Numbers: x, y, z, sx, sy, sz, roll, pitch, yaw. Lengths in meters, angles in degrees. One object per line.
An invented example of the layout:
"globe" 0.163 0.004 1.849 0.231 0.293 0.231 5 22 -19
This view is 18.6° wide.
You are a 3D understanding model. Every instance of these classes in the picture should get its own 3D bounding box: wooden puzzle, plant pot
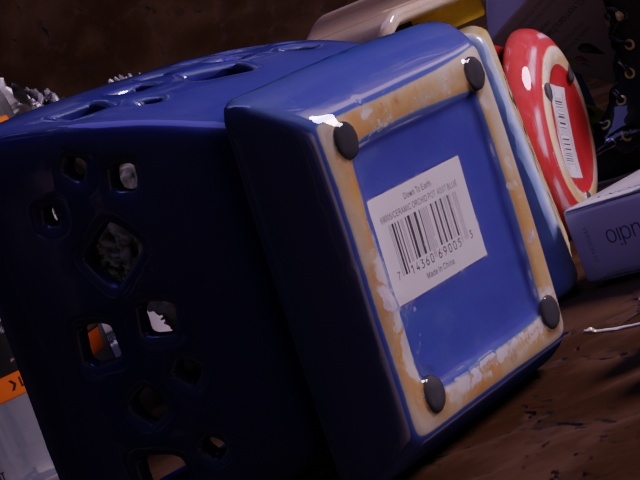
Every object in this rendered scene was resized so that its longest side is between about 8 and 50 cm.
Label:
"wooden puzzle" 0.022 -0.144 1.447 0.221 0.044 0.239 -18 11 37
"plant pot" 0.121 -0.071 1.561 0.174 0.191 0.191 -12 8 21
"plant pot" -0.016 0.012 1.041 0.212 0.236 0.236 -11 10 37

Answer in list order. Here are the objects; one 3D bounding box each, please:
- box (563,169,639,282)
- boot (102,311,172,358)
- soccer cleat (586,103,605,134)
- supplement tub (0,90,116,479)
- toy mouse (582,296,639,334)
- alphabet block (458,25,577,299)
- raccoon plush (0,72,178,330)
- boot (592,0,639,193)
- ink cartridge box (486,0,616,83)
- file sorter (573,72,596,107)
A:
"box" 0.342 -0.069 1.296 0.232 0.058 0.322 -17 8 45
"boot" -0.232 0.108 1.918 0.190 0.069 0.086 -16 -6 -31
"soccer cleat" 0.147 -0.063 1.893 0.289 0.093 0.121 -21 -4 -2
"supplement tub" -0.277 0.025 1.360 0.207 0.338 0.207 -23 5 2
"toy mouse" 0.201 0.032 0.981 0.143 0.031 0.161 -23 5 -10
"alphabet block" 0.059 -0.031 1.369 0.193 0.192 0.197 -20 4 8
"raccoon plush" -0.170 -0.061 1.657 0.216 0.446 0.299 -56 14 -13
"boot" 0.258 -0.138 1.685 0.236 0.178 0.085 -22 6 -6
"ink cartridge box" 0.320 -0.275 1.852 0.270 0.197 0.198 15 -34 -19
"file sorter" 0.218 -0.142 1.971 0.104 0.170 0.118 -24 5 9
